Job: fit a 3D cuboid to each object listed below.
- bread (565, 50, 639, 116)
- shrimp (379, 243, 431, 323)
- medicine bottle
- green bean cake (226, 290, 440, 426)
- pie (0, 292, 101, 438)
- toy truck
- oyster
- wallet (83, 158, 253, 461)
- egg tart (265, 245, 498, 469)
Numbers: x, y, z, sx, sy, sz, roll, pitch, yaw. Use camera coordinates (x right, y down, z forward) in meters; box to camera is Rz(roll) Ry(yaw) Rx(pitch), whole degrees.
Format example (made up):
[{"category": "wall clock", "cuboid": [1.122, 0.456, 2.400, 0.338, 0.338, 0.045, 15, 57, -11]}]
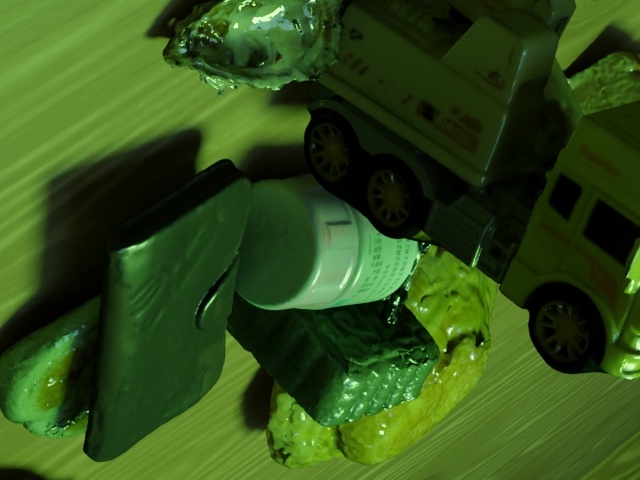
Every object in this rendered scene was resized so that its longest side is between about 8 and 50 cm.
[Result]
[{"category": "bread", "cuboid": [0.386, -0.080, 1.709, 0.111, 0.246, 0.239, -24, 164, 24]}, {"category": "shrimp", "cuboid": [0.100, -0.017, 1.525, 0.150, 0.051, 0.217, 28, 74, -77]}, {"category": "medicine bottle", "cuboid": [0.000, 0.000, 1.403, 0.168, 0.135, 0.135, -3, 136, -55]}, {"category": "green bean cake", "cuboid": [0.015, 0.097, 1.525, 0.183, 0.185, 0.094, -8, 139, -51]}, {"category": "pie", "cuboid": [-0.197, 0.098, 1.370, 0.240, 0.054, 0.240, -34, 156, -18]}, {"category": "toy truck", "cuboid": [0.169, -0.079, 1.206, 0.181, 0.405, 0.254, -20, 138, -41]}, {"category": "oyster", "cuboid": [-0.048, -0.165, 1.149, 0.177, 0.056, 0.105, -29, 142, -29]}, {"category": "wallet", "cuboid": [-0.137, 0.070, 1.301, 0.165, 0.042, 0.309, -31, 149, -35]}, {"category": "egg tart", "cuboid": [0.092, 0.142, 1.769, 0.352, 0.153, 0.339, -27, 150, -31]}]
